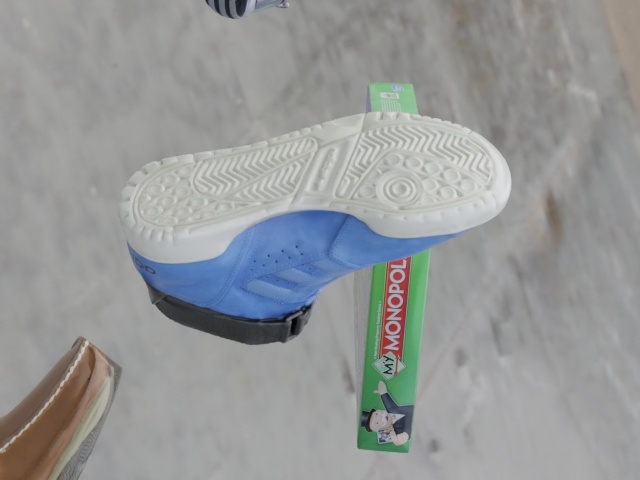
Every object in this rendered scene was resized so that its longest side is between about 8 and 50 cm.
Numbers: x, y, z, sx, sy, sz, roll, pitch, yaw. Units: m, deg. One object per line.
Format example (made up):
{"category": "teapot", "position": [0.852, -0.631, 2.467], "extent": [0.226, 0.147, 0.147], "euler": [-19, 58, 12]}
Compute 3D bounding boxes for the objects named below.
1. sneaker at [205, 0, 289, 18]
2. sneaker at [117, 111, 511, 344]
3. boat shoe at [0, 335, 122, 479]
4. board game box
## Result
{"category": "sneaker", "position": [-0.055, -0.325, 1.462], "extent": [0.098, 0.083, 0.223], "euler": [-16, 124, -48]}
{"category": "sneaker", "position": [0.000, -0.001, 0.621], "extent": [0.084, 0.152, 0.058], "euler": [84, -5, -56]}
{"category": "boat shoe", "position": [-0.273, 0.201, 1.136], "extent": [0.120, 0.324, 0.122], "euler": [37, -13, -8]}
{"category": "board game box", "position": [0.058, 0.010, 1.319], "extent": [0.317, 0.046, 0.213], "euler": [-89, -178, -68]}
